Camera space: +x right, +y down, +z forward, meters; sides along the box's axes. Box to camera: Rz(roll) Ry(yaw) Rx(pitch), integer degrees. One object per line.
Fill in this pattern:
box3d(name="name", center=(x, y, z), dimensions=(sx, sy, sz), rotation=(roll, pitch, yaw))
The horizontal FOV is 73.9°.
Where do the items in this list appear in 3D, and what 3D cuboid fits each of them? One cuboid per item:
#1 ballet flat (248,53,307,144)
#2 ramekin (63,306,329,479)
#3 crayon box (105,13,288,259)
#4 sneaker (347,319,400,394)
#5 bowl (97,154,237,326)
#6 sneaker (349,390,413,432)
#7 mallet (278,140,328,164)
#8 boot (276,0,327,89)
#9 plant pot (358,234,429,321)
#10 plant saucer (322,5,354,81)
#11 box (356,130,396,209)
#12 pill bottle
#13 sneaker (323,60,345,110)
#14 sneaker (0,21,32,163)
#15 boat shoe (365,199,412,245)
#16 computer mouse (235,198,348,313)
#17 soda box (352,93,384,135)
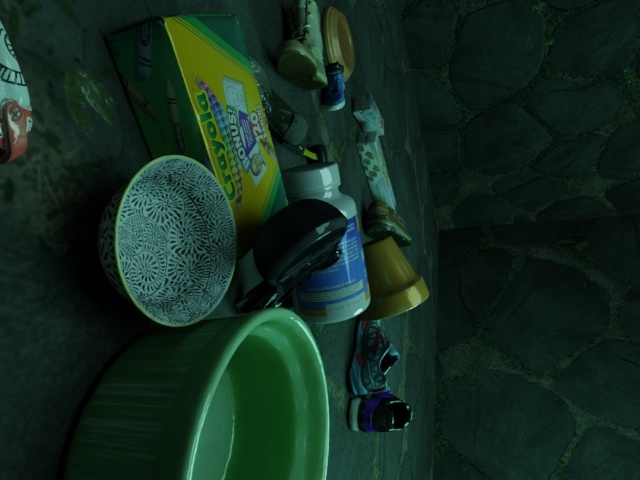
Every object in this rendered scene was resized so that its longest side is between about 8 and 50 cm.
box3d(name="ballet flat", center=(-0.102, -0.233, 0.711), dimensions=(0.084, 0.058, 0.250), rotation=(-58, 151, 5))
box3d(name="ramekin", center=(-0.110, 0.226, 0.460), dimensions=(0.303, 0.148, 0.304), rotation=(-4, 90, -69))
box3d(name="crayon box", center=(-0.137, -0.133, 0.552), dimensions=(0.165, 0.081, 0.279), rotation=(-57, 138, -57))
box3d(name="sneaker", center=(0.161, 0.308, 1.175), dimensions=(0.262, 0.125, 0.104), rotation=(-73, 151, -43))
box3d(name="bowl", center=(-0.168, 0.002, 0.441), dimensions=(0.170, 0.080, 0.170), rotation=(-3, 90, -65))
box3d(name="sneaker", center=(0.188, 0.477, 1.185), dimensions=(0.293, 0.146, 0.102), rotation=(21, 67, -66))
box3d(name="mallet", center=(-0.034, -0.179, 0.899), dimensions=(0.189, 0.039, 0.062), rotation=(-10, 92, -65))
box3d(name="boot", center=(-0.041, -0.413, 0.864), dimensions=(0.213, 0.077, 0.165), rotation=(-18, 103, -74))
box3d(name="plant pot", center=(0.169, 0.094, 1.172), dimensions=(0.188, 0.205, 0.205), rotation=(68, 23, -2))
box3d(name="plant saucer", center=(0.056, -0.551, 1.195), dimensions=(0.200, 0.037, 0.200), rotation=(-4, 90, -69))
box3d(name="box", center=(0.196, -0.221, 1.455), dimensions=(0.324, 0.063, 0.067), rotation=(65, 30, -42))
box3d(name="pill bottle", center=(0.000, 0.000, 0.782), dimensions=(0.152, 0.152, 0.272), rotation=(-45, 128, -63))
box3d(name="sneaker", center=(0.032, -0.393, 1.066), dimensions=(0.152, 0.058, 0.085), rotation=(-79, 160, -44))
box3d(name="sneaker", center=(-0.244, -0.035, 0.245), dimensions=(0.145, 0.090, 0.270), rotation=(-5, 88, -66))
box3d(name="boat shoe", center=(0.240, -0.052, 1.463), dimensions=(0.324, 0.122, 0.120), rotation=(34, 52, -65))
box3d(name="computer mouse", center=(-0.042, 0.015, 0.571), dimensions=(0.072, 0.188, 0.272), rotation=(53, -17, 11))
box3d(name="soda box", center=(0.160, -0.406, 1.398), dimensions=(0.183, 0.062, 0.058), rotation=(30, 58, -65))
